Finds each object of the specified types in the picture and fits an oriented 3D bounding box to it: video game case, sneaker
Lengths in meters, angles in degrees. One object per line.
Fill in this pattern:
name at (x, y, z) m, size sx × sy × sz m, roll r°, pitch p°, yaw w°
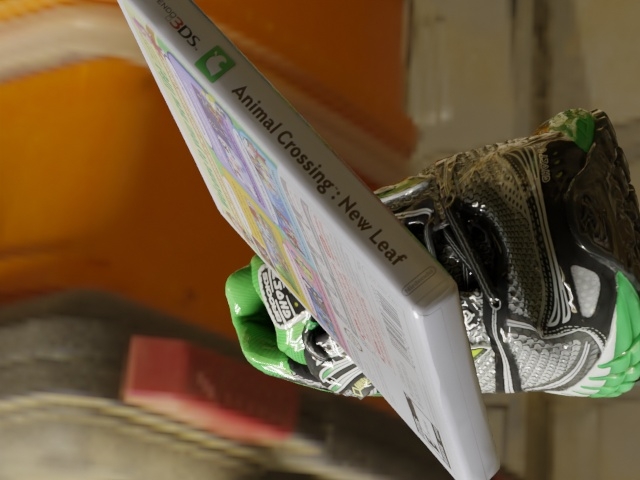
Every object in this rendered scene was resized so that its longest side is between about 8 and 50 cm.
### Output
video game case at (0.000, 0.000, 0.819) m, size 0.023 × 0.193 × 0.212 m, roll -39°, pitch 155°, yaw -8°
sneaker at (0.053, 0.029, 0.963) m, size 0.146 × 0.134 × 0.343 m, roll -7°, pitch 170°, yaw -22°
